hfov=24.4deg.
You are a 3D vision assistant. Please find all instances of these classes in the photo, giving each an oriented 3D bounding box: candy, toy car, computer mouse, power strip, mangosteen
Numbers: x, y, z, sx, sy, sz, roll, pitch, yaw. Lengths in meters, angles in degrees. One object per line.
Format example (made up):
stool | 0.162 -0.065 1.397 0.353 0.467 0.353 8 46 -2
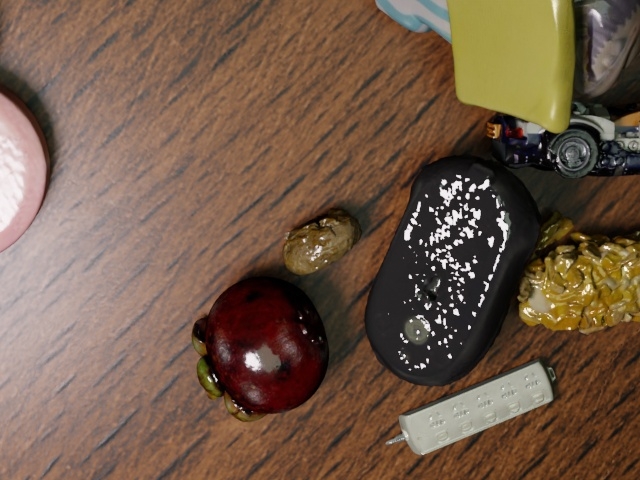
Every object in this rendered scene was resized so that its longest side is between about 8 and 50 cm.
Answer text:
candy | -0.468 -0.096 1.866 0.255 0.094 0.255 -1 100 -6
toy car | 0.365 -0.135 1.903 0.301 0.193 0.118 2 98 -5
computer mouse | 0.170 0.039 1.932 0.183 0.116 0.323 27 111 13
power strip | 0.206 0.231 2.029 0.252 0.027 0.060 -23 101 -2
mangosteen | -0.084 0.145 1.921 0.199 0.200 0.200 -1 100 -6

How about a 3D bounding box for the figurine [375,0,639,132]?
figurine | 0.291 -0.349 1.877 0.377 0.361 0.266 -32 146 -36

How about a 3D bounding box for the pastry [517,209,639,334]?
pastry | 0.371 0.045 1.976 0.249 0.102 0.154 -2 111 -9

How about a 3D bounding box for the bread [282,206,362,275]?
bread | 0.000 0.000 1.942 0.113 0.082 0.060 -31 99 -4
